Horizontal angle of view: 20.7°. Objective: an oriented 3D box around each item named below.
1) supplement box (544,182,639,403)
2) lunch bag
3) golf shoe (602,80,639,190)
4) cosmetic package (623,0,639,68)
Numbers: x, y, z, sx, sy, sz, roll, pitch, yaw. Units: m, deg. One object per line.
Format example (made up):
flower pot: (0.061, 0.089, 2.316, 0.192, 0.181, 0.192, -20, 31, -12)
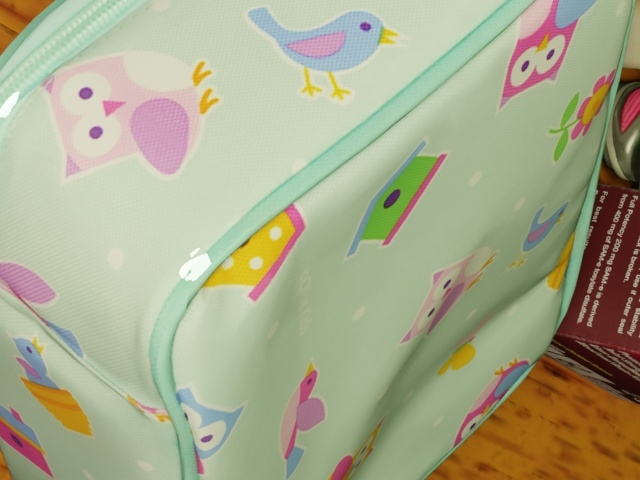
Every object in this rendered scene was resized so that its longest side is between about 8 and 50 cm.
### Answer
supplement box: (0.191, 0.039, 0.719, 0.130, 0.239, 0.073, 28, 79, -40)
lunch bag: (0.000, 0.000, 0.564, 0.224, 0.108, 0.279, -43, 158, -24)
golf shoe: (0.240, -0.111, 0.820, 0.105, 0.120, 0.273, 44, 67, -35)
cosmetic package: (0.117, -0.148, 0.589, 0.153, 0.296, 0.129, -51, 126, -20)
